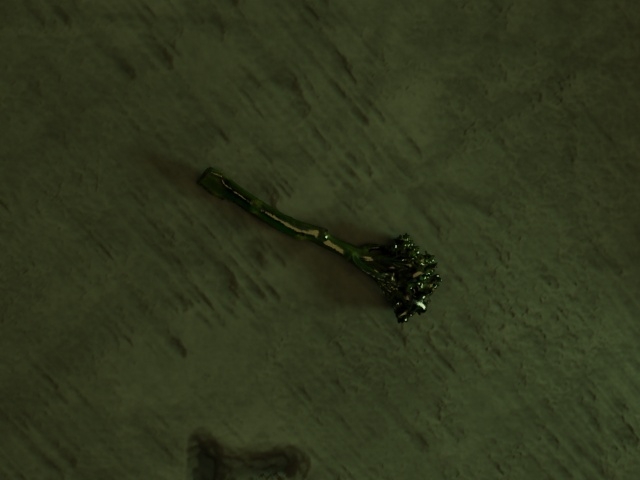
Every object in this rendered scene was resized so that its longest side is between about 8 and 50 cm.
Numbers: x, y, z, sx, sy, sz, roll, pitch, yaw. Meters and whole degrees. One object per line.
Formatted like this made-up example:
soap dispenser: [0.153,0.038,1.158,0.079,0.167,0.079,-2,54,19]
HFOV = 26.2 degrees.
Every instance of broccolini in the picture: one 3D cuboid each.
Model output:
broccolini: [0.004,-0.004,1.294,0.254,0.057,0.071,28,44,-18]
